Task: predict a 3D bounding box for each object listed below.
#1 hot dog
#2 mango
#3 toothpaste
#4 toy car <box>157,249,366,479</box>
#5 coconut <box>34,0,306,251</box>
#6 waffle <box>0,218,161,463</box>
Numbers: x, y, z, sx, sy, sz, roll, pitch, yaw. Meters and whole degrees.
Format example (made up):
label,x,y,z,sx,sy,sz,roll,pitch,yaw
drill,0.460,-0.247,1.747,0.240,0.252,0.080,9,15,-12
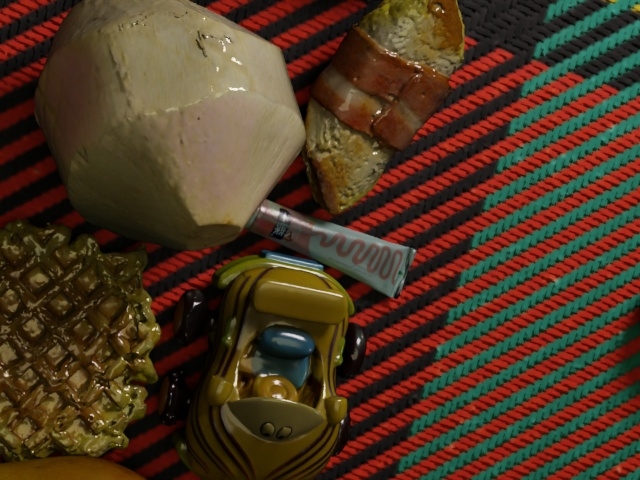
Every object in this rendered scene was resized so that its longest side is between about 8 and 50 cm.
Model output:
label,x,y,z,sx,sy,sz,roll,pitch,yaw
hot dog,0.057,-0.154,1.750,0.123,0.093,0.261,32,105,-24
mango,-0.254,0.271,1.719,0.253,0.113,0.138,16,129,-16
toothpaste,0.000,0.000,1.788,0.205,0.036,0.056,22,91,-20
toy car,-0.049,0.139,1.739,0.200,0.142,0.248,9,95,-15
coconut,-0.136,-0.107,1.622,0.259,0.259,0.259,-2,99,-13
waffle,-0.279,0.103,1.726,0.245,0.052,0.254,-1,100,-15
